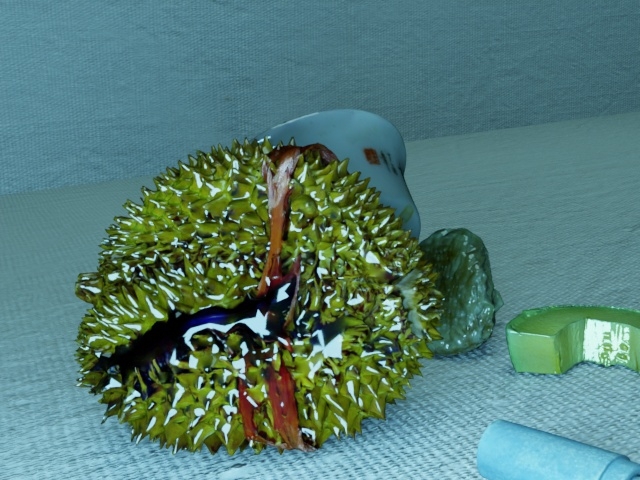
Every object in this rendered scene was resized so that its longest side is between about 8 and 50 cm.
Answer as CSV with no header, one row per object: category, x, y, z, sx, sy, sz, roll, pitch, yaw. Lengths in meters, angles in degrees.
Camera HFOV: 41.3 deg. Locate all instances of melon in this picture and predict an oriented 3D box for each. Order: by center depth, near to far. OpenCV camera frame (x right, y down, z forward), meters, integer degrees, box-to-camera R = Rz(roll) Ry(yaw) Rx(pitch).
melon,0.338,0.125,1.051,0.209,0.064,0.118,3,14,16

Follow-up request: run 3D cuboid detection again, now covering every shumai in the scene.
shumai,0.189,0.090,1.177,0.142,0.184,0.184,24,-8,-42

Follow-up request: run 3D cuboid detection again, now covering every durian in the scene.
durian,-0.064,0.064,0.892,0.384,0.347,0.347,8,14,-1

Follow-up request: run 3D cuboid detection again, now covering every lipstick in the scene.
lipstick,0.257,0.214,0.704,0.068,0.061,0.274,-14,17,-41

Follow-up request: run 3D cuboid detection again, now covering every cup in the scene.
cup,0.000,0.000,1.180,0.347,0.347,0.163,-11,55,-27
